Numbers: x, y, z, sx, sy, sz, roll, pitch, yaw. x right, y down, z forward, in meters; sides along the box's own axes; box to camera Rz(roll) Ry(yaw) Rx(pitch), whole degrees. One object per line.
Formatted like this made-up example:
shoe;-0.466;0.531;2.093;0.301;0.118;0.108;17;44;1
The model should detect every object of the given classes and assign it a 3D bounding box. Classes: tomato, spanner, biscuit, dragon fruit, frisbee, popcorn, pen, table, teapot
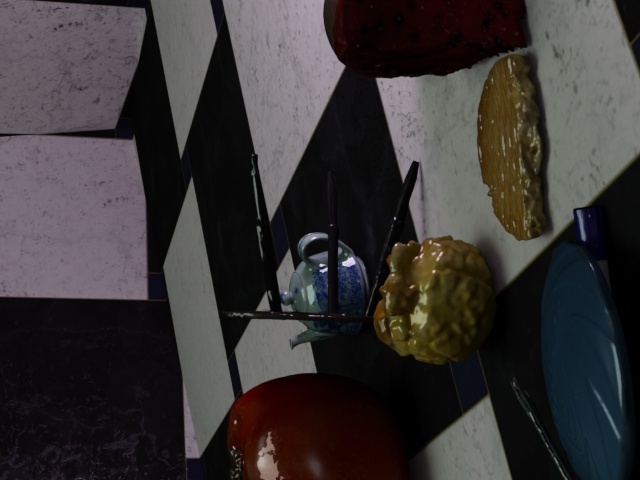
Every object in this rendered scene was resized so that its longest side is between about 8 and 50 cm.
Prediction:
tomato;-0.005;0.371;1.995;0.325;0.290;0.293;110;151;-57
spanner;0.290;0.283;1.376;0.302;0.017;0.071;64;-171;30
biscuit;0.234;-0.110;1.505;0.144;0.033;0.224;170;94;-75
dragon fruit;0.163;-0.346;1.510;0.302;0.240;0.330;13;-87;-80
frisbee;0.274;0.144;1.329;0.289;0.049;0.289;173;90;-86
popcorn;0.151;0.077;1.624;0.170;0.180;0.180;31;134;26
pen;0.309;0.095;1.337;0.033;0.033;0.269;168;96;-72
table;0.000;0.000;1.883;0.317;0.317;0.249;173;100;-73
teapot;0.000;0.089;2.125;0.159;0.159;0.232;-123;31;-55

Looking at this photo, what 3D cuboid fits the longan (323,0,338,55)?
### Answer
longan;0.083;-0.313;1.722;0.187;0.167;0.167;37;-135;-80
